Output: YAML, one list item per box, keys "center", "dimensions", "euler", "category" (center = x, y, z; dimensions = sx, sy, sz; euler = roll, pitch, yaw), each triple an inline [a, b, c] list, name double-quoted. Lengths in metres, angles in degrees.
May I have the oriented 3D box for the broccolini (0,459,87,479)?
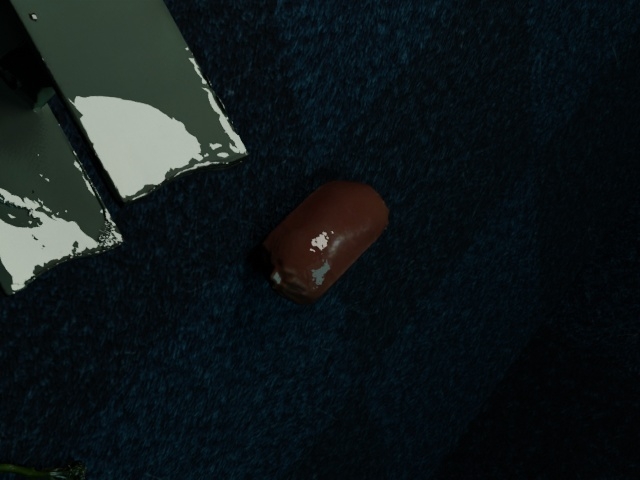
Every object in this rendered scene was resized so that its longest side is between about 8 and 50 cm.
- center: [-0.396, 0.314, 1.638]
  dimensions: [0.218, 0.042, 0.044]
  euler: [21, 96, -56]
  category: "broccolini"

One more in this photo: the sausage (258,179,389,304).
- center: [0.000, 0.000, 1.917]
  dimensions: [0.254, 0.148, 0.148]
  euler: [-48, 149, -37]
  category: "sausage"

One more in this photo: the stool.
- center: [-0.254, -0.125, 1.167]
  dimensions: [0.170, 0.269, 0.244]
  euler: [-28, 177, -46]
  category: "stool"
